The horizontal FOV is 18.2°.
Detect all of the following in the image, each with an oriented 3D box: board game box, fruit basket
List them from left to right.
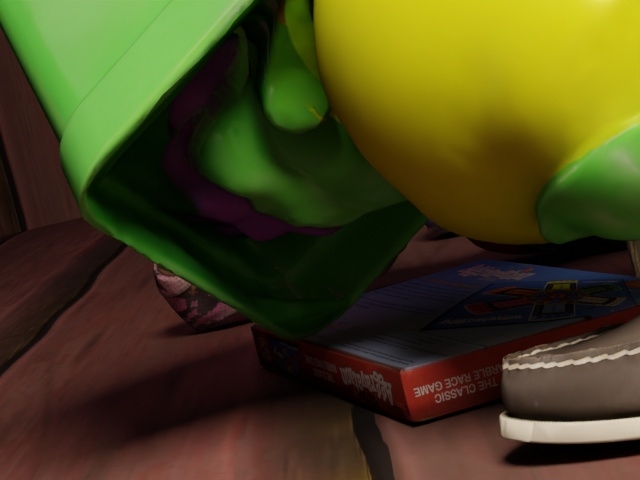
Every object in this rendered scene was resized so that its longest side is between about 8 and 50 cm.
[{"bbox_3d":[0.067,0.044,0.989,0.145,0.027,0.281,-16,6,-14],"label":"board game box"},{"bbox_3d":[0.071,-0.107,0.855,0.392,0.392,0.283,-11,-21,21],"label":"fruit basket"}]

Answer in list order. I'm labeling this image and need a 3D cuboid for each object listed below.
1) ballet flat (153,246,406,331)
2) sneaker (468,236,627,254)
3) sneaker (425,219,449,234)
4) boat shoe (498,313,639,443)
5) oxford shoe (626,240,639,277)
[{"bbox_3d":[0.000,0.000,1.314,0.221,0.079,0.077,-23,33,8],"label":"ballet flat"},{"bbox_3d":[0.221,-0.054,1.266,0.276,0.097,0.135,-16,5,-2],"label":"sneaker"},{"bbox_3d":[0.149,-0.133,1.602,0.293,0.146,0.102,-45,8,-28],"label":"sneaker"},{"bbox_3d":[0.170,0.023,0.717,0.228,0.068,0.081,-12,6,10],"label":"boat shoe"},{"bbox_3d":[0.296,-0.052,0.866,0.140,0.146,0.397,16,-18,-36],"label":"oxford shoe"}]
